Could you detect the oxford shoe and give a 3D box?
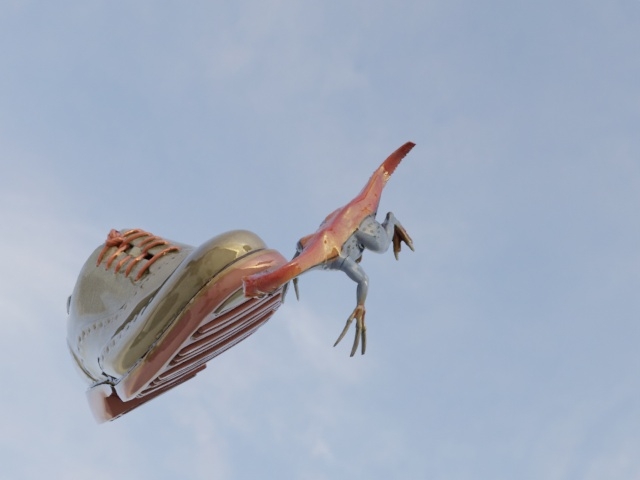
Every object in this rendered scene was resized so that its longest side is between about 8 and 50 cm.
[{"bbox_3d":[-0.133,0.046,0.976,0.130,0.123,0.348,61,-32,5],"label":"oxford shoe"}]

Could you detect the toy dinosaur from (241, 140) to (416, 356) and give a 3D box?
[{"bbox_3d":[0.000,0.000,0.516,0.047,0.082,0.090,2,-92,29],"label":"toy dinosaur"}]
